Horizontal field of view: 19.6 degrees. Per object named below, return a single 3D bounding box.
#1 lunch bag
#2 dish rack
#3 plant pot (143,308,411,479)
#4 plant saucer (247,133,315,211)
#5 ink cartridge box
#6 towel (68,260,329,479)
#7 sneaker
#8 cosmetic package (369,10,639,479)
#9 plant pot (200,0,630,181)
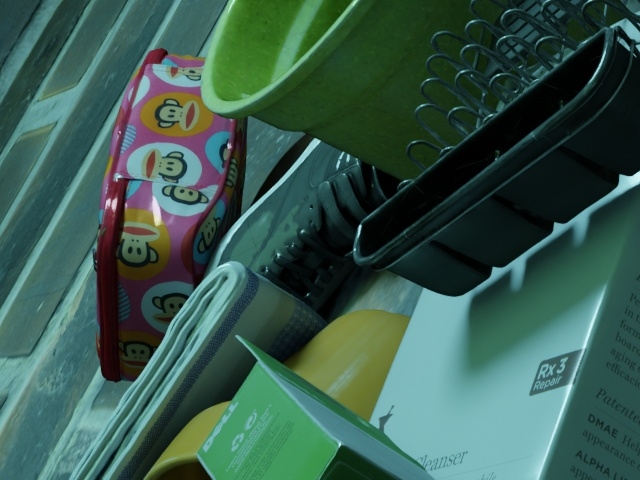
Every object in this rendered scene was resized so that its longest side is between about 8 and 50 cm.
[{"bbox_3d":[-0.132,-0.009,1.729,0.293,0.120,0.258,-80,-5,-47],"label":"lunch bag"},{"bbox_3d":[0.126,-0.106,1.040,0.208,0.074,0.271,-37,27,41],"label":"dish rack"},{"bbox_3d":[0.016,0.150,1.193,0.205,0.205,0.188,-31,16,47],"label":"plant pot"},{"bbox_3d":[-0.017,-0.039,1.739,0.168,0.029,0.168,-45,24,27],"label":"plant saucer"},{"bbox_3d":[0.006,0.121,0.916,0.062,0.109,0.209,-56,19,0],"label":"ink cartridge box"},{"bbox_3d":[-0.058,0.139,1.281,0.034,0.285,0.209,32,87,30],"label":"towel"},{"bbox_3d":[0.000,-0.001,1.536,0.295,0.104,0.147,-54,16,-7],"label":"sneaker"},{"bbox_3d":[0.157,0.066,1.035,0.217,0.156,0.385,-27,37,55],"label":"cosmetic package"},{"bbox_3d":[0.098,-0.139,1.324,0.276,0.254,0.276,-45,25,27],"label":"plant pot"}]
